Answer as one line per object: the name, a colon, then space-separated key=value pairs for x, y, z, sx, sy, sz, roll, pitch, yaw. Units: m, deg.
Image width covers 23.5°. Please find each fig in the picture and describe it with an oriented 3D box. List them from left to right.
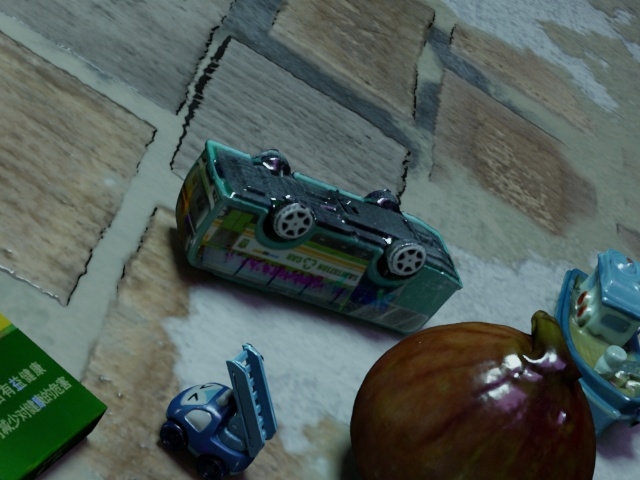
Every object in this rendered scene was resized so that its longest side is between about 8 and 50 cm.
fig: x=0.124 y=0.141 z=1.162 sx=0.205 sy=0.205 sz=0.205 roll=27 pitch=31 yaw=-18

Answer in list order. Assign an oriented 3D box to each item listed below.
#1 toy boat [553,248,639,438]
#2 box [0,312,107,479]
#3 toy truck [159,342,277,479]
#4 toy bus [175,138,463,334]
toy boat: x=0.281 y=0.097 z=1.480 sx=0.109 sy=0.098 sz=0.238 roll=28 pitch=31 yaw=-10
box: x=-0.264 y=0.068 z=1.008 sx=0.235 sy=0.034 sz=0.132 roll=40 pitch=30 yaw=5
toy truck: x=-0.064 y=0.119 z=1.091 sx=0.073 sy=0.090 sz=0.056 roll=39 pitch=29 yaw=5
toy bus: x=0.000 y=0.000 z=1.308 sx=0.262 sy=0.109 sz=0.091 roll=20 pitch=32 yaw=-31
